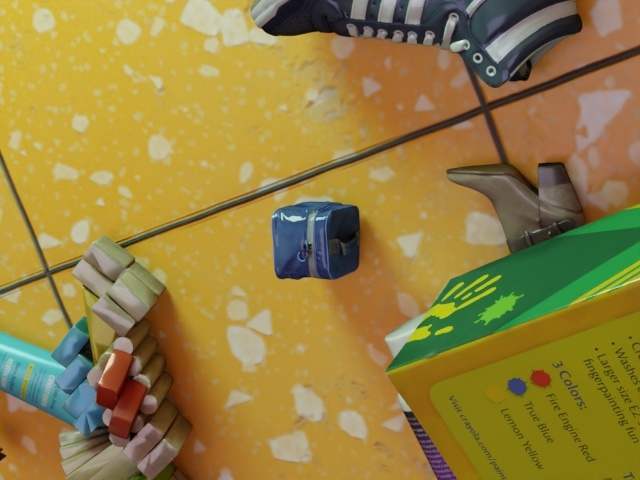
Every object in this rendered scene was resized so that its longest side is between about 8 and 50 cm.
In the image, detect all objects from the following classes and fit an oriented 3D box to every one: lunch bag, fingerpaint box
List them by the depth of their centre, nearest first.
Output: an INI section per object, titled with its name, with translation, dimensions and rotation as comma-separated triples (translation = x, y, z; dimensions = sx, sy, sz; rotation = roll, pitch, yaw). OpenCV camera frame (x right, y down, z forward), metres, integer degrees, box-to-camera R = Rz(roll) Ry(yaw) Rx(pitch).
[fingerpaint box]
translation = 0.331, 0.182, 1.082
dimensions = 0.371, 0.163, 0.445
rotation = -25, 105, 36
[lunch bag]
translation = 0.000, 0.000, 1.276
dimensions = 0.065, 0.098, 0.067
rotation = -1, 98, 20

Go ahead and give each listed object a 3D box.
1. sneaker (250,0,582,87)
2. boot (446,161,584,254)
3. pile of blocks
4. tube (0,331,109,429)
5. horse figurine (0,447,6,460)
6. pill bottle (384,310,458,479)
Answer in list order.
[sneaker]
translation = 0.083, -0.184, 1.193
dimensions = 0.282, 0.099, 0.153
rotation = -17, 95, 22
[boot]
translation = 0.170, -0.023, 1.232
dimensions = 0.118, 0.042, 0.087
rotation = 0, 106, 23
[pile of blocks]
translation = -0.202, 0.183, 1.380
dimensions = 0.148, 0.112, 0.362
rotation = -12, 99, 7
[tube]
translation = -0.275, 0.149, 1.462
dimensions = 0.207, 0.052, 0.080
rotation = 22, 113, 10
[horse figurine]
translation = -0.424, 0.123, 1.477
dimensions = 0.174, 0.066, 0.263
rotation = 15, 132, 65
[pill bottle]
translation = 0.135, 0.155, 1.255
dimensions = 0.108, 0.108, 0.194
rotation = -26, 93, 26
